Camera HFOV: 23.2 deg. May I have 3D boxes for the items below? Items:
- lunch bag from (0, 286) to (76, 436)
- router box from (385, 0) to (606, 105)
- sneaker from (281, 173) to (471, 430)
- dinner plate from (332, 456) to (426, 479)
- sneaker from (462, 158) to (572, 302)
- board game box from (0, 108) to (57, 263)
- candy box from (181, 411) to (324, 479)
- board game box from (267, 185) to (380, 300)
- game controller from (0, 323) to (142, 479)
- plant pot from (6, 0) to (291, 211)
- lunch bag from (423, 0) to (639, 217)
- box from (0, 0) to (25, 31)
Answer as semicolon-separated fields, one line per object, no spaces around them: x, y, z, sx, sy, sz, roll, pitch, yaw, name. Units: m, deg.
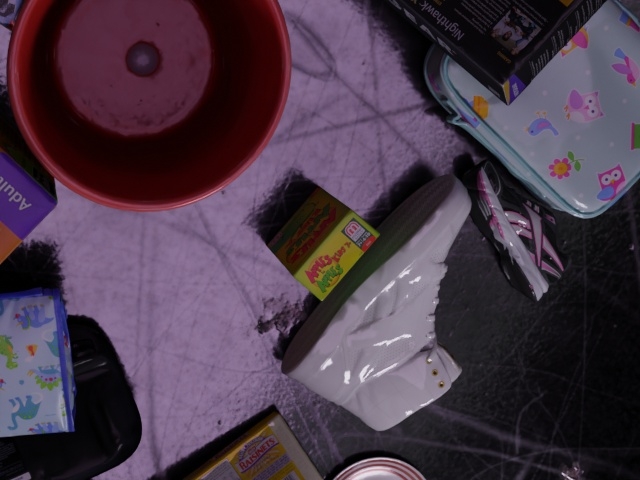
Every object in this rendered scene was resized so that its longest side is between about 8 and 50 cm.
-0.322;0.120;1.606;0.128;0.096;0.151;-6;120;-5;lunch bag
0.164;-0.332;1.636;0.309;0.081;0.243;43;90;15;router box
0.109;0.078;1.759;0.169;0.108;0.292;36;101;-16;sneaker
0.065;0.320;1.832;0.141;0.017;0.141;-2;100;-11;dinner plate
0.227;-0.022;1.785;0.077;0.072;0.178;-35;113;-14;sneaker
-0.503;-0.054;1.484;0.356;0.356;0.356;-45;104;-1;board game box
-0.104;0.297;1.775;0.206;0.027;0.105;-36;103;-13;candy box
0.000;0.000;1.679;0.043;0.181;0.092;41;90;-14;board game box
-0.359;0.217;1.696;0.319;0.067;0.166;-24;88;-5;game controller
-0.179;-0.179;1.583;0.275;0.243;0.275;-2;99;-10;plant pot
0.258;-0.173;1.737;0.279;0.108;0.224;44;93;-14;lunch bag
-0.315;-0.295;1.648;0.094;0.027;0.137;34;92;-13;box
